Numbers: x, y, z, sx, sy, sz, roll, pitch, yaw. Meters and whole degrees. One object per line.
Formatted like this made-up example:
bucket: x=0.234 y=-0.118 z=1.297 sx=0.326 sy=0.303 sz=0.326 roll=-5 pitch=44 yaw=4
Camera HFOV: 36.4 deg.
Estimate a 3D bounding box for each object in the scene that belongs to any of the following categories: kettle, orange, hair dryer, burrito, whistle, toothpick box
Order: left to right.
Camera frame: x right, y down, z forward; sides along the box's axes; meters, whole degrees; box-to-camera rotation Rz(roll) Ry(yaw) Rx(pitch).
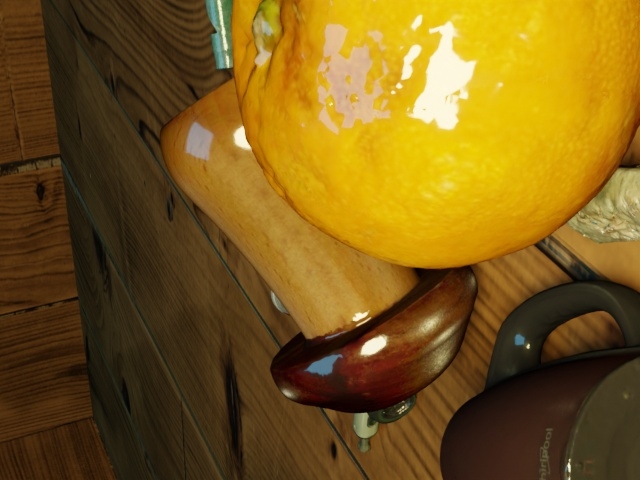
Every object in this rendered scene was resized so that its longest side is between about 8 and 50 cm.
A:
whistle: x=-0.128 y=-0.307 z=1.210 sx=0.039 sy=0.039 sz=0.186 roll=-158 pitch=58 yaw=-64
toothpick box: x=0.000 y=0.000 z=0.807 sx=0.294 sy=0.192 sz=0.192 roll=58 pitch=159 yaw=-7
hair dryer: x=0.055 y=0.182 z=1.051 sx=0.198 sy=0.057 sz=0.100 roll=90 pitch=156 yaw=-49
orange: x=0.072 y=-0.113 z=0.575 sx=0.261 sy=0.261 sz=0.261 roll=167 pitch=90 yaw=-68
kettle: x=0.164 y=0.125 z=0.640 sx=0.232 sy=0.144 sz=0.202 roll=155 pitch=121 yaw=-70
burrito: x=0.199 y=-0.022 z=0.579 sx=0.051 sy=0.042 sz=0.171 roll=51 pitch=169 yaw=-15

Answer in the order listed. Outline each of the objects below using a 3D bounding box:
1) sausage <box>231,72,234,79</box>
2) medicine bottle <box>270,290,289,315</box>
sausage: x=-0.011 y=-0.170 z=0.913 sx=0.259 sy=0.113 sz=0.113 roll=-27 pitch=77 yaw=66
medicine bottle: x=-0.016 y=0.064 z=1.124 sx=0.091 sy=0.058 sz=0.058 roll=-169 pitch=68 yaw=-66
